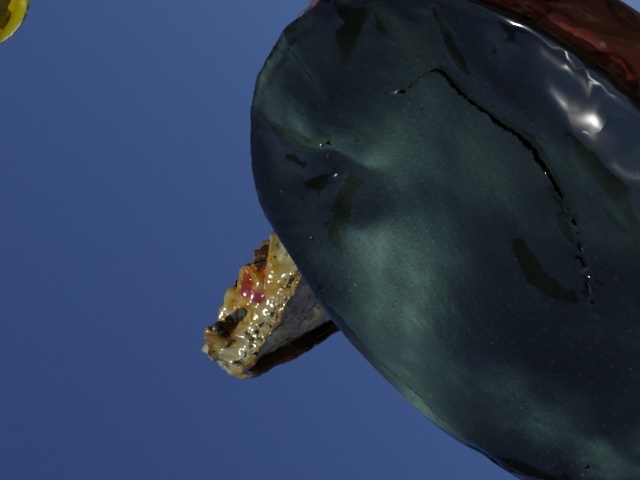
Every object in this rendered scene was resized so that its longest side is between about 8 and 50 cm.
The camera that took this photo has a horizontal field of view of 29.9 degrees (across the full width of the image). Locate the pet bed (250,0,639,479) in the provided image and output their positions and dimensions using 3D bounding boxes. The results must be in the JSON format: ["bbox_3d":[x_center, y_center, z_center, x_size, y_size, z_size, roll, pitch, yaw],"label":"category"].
[{"bbox_3d":[0.056,-0.001,0.375,0.201,0.201,0.053,47,-121,2],"label":"pet bed"}]

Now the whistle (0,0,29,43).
[{"bbox_3d":[-0.154,-0.103,0.512,0.109,0.057,0.046,-147,38,-73],"label":"whistle"}]

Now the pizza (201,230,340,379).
[{"bbox_3d":[0.000,0.000,0.915,0.074,0.251,0.287,43,176,26],"label":"pizza"}]
